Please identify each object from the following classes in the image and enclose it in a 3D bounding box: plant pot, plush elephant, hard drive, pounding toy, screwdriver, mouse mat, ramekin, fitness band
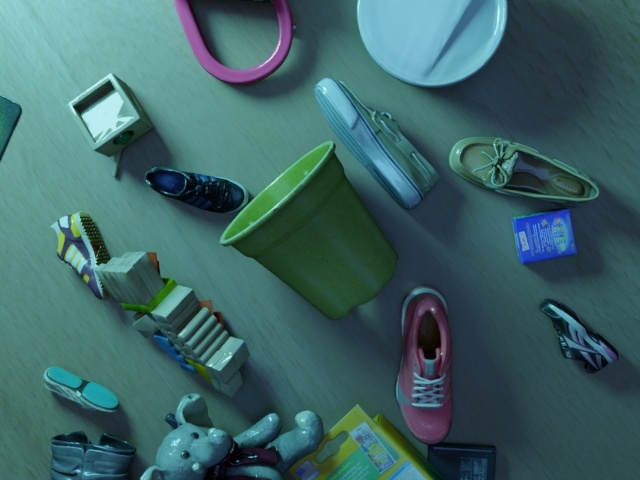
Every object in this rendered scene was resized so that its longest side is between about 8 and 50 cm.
[{"bbox_3d":[0.000,0.000,1.408,0.276,0.276,0.254,-41,103,5],"label":"plant pot"},{"bbox_3d":[-0.185,0.420,1.407,0.330,0.271,0.255,-24,127,34],"label":"plush elephant"},{"bbox_3d":[0.283,0.458,1.527,0.135,0.022,0.094,3,95,3],"label":"hard drive"},{"bbox_3d":[-0.407,-0.223,1.486,0.130,0.100,0.141,-34,81,4],"label":"pounding toy"},{"bbox_3d":[-0.247,0.408,1.559,0.170,0.025,0.024,36,95,-9],"label":"screwdriver"},{"bbox_3d":[-0.708,-0.221,1.537,0.153,0.007,0.189,25,96,1],"label":"mouse mat"},{"bbox_3d":[0.204,-0.414,1.412,0.273,0.127,0.272,0,94,3],"label":"ramekin"},{"bbox_3d":[-0.169,-0.447,1.470,0.209,0.054,0.290,-21,92,7],"label":"fitness band"}]

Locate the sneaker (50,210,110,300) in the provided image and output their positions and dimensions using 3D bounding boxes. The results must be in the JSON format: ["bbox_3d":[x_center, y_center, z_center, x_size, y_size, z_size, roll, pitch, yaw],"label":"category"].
[{"bbox_3d":[-0.477,0.038,1.519,0.084,0.069,0.185,-20,87,13],"label":"sneaker"}]

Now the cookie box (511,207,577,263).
[{"bbox_3d":[0.434,-0.010,1.474,0.107,0.040,0.091,-10,94,4],"label":"cookie box"}]

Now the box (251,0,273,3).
[{"bbox_3d":[-0.170,-0.588,1.412,0.216,0.060,0.269,10,81,9],"label":"box"}]

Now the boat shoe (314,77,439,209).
[{"bbox_3d":[0.108,-0.198,1.458,0.094,0.109,0.302,-41,100,-10],"label":"boat shoe"}]

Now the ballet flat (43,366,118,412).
[{"bbox_3d":[-0.489,0.312,1.551,0.168,0.057,0.052,28,123,4],"label":"ballet flat"}]

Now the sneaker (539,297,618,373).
[{"bbox_3d":[0.491,0.192,1.475,0.178,0.072,0.077,43,106,5],"label":"sneaker"}]

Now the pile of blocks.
[{"bbox_3d":[-0.278,0.151,1.507,0.362,0.149,0.112,49,52,-10],"label":"pile of blocks"}]

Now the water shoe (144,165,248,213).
[{"bbox_3d":[-0.244,-0.096,1.484,0.203,0.080,0.072,11,95,2],"label":"water shoe"}]

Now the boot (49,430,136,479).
[{"bbox_3d":[-0.402,0.521,1.529,0.338,0.118,0.222,14,90,-2],"label":"boot"}]

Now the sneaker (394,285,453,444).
[{"bbox_3d":[0.198,0.250,1.459,0.116,0.136,0.313,-3,94,4],"label":"sneaker"}]

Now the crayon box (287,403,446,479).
[{"bbox_3d":[0.121,0.494,1.496,0.203,0.083,0.323,-45,87,9],"label":"crayon box"}]

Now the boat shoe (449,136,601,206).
[{"bbox_3d":[0.389,-0.134,1.442,0.285,0.089,0.104,13,96,2],"label":"boat shoe"}]
